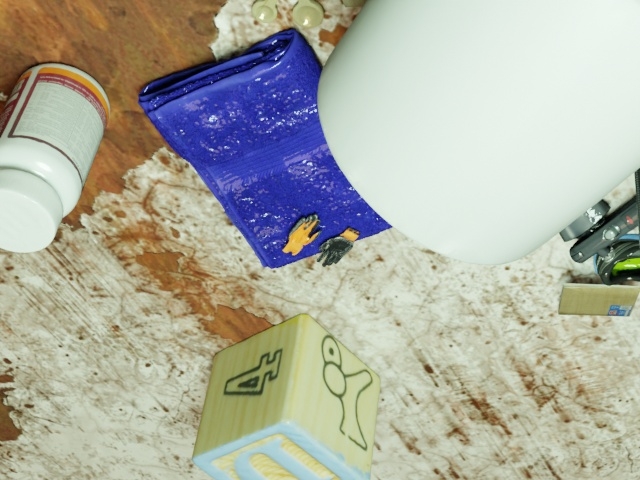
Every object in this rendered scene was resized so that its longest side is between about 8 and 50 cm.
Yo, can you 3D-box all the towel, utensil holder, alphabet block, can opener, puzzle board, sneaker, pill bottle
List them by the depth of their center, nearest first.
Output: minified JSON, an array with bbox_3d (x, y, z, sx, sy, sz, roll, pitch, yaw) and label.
[{"bbox_3d":[0.217,-0.200,1.150,0.328,0.327,0.385,26,135,-17],"label":"utensil holder"},{"bbox_3d":[-0.330,-0.098,1.425,0.121,0.221,0.121,5,136,5],"label":"pill bottle"},{"bbox_3d":[0.375,-0.032,1.477,0.186,0.059,0.073,-34,105,33],"label":"can opener"},{"bbox_3d":[-0.053,-0.096,1.483,0.228,0.076,0.308,-17,130,26],"label":"towel"},{"bbox_3d":[0.436,0.024,1.515,0.188,0.078,0.067,-11,128,19],"label":"sneaker"},{"bbox_3d":[0.365,0.077,1.599,0.096,0.011,0.128,1,161,8],"label":"puzzle board"},{"bbox_3d":[-0.045,0.258,1.760,0.193,0.197,0.192,-25,126,31],"label":"alphabet block"}]

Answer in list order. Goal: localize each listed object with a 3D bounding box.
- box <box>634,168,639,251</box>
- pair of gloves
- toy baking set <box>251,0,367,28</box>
[{"bbox_3d":[0.482,-0.063,1.319,0.270,0.216,0.060,-12,132,22],"label":"box"},{"bbox_3d":[0.000,0.000,1.521,0.083,0.010,0.074,20,131,-22],"label":"pair of gloves"},{"bbox_3d":[-0.040,-0.317,1.285,0.197,0.030,0.256,-27,125,33],"label":"toy baking set"}]
